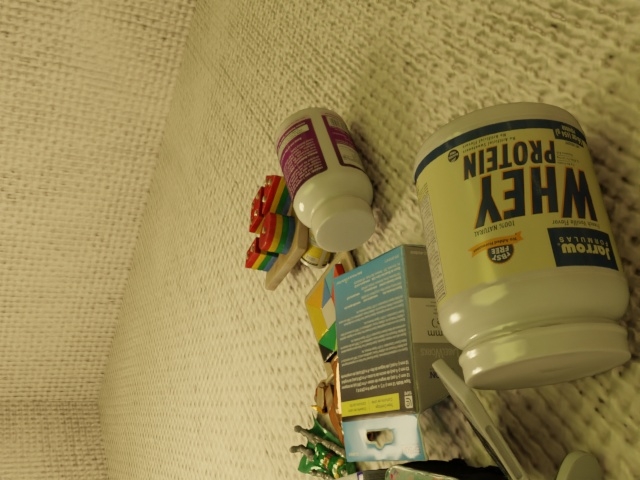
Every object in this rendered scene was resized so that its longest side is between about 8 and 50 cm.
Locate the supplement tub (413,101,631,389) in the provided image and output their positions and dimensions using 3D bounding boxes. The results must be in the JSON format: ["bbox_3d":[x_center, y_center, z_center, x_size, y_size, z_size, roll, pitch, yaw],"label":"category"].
[{"bbox_3d":[0.258,0.013,0.949,0.235,0.235,0.324,-41,49,53],"label":"supplement tub"}]

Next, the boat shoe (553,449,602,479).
[{"bbox_3d":[0.307,0.372,0.950,0.070,0.078,0.219,21,105,61],"label":"boat shoe"}]

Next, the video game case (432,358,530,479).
[{"bbox_3d":[0.227,0.260,1.011,0.173,0.022,0.190,57,179,-6],"label":"video game case"}]

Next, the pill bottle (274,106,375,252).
[{"bbox_3d":[0.013,-0.125,1.524,0.169,0.169,0.301,-59,35,39],"label":"pill bottle"}]

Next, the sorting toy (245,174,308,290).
[{"bbox_3d":[-0.108,-0.048,1.752,0.255,0.089,0.257,129,149,-57],"label":"sorting toy"}]

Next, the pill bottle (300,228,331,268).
[{"bbox_3d":[0.000,0.000,1.636,0.065,0.065,0.116,54,130,53],"label":"pill bottle"}]

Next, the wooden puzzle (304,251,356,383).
[{"bbox_3d":[0.031,0.156,1.567,0.221,0.044,0.238,-55,38,43],"label":"wooden puzzle"}]

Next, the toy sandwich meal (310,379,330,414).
[{"bbox_3d":[0.002,0.345,1.597,0.085,0.029,0.085,-21,66,60],"label":"toy sandwich meal"}]

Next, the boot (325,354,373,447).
[{"bbox_3d":[0.069,0.315,1.436,0.152,0.073,0.197,-112,26,-45],"label":"boot"}]

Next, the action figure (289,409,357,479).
[{"bbox_3d":[0.011,0.455,1.531,0.232,0.063,0.137,8,89,59],"label":"action figure"}]

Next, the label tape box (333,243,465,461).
[{"bbox_3d":[0.135,0.206,1.285,0.249,0.115,0.347,-31,60,58],"label":"label tape box"}]

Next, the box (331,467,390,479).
[{"bbox_3d":[0.098,0.447,1.286,0.137,0.126,0.072,-42,50,52],"label":"box"}]

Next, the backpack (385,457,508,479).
[{"bbox_3d":[0.178,0.469,1.079,0.225,0.191,0.253,-16,76,60],"label":"backpack"}]
